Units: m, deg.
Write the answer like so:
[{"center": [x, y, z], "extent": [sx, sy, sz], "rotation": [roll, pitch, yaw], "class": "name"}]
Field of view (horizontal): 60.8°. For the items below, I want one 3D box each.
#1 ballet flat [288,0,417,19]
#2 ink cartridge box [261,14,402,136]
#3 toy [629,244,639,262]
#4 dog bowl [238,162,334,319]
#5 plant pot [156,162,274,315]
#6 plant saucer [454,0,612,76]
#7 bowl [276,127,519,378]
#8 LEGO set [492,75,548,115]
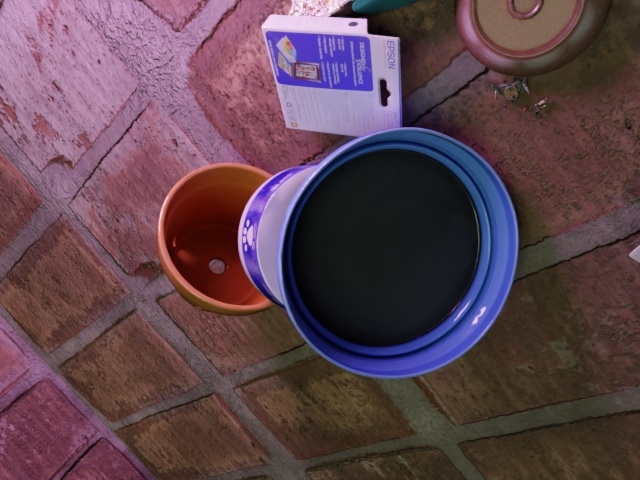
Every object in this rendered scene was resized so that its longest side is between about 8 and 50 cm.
[{"center": [0.048, -0.361, 0.796], "extent": [0.241, 0.091, 0.077], "rotation": [-9, 93, 30], "class": "ballet flat"}, {"center": [0.030, -0.248, 0.853], "extent": [0.209, 0.045, 0.206], "rotation": [12, 148, 16], "class": "ink cartridge box"}, {"center": [0.581, 0.027, 0.764], "extent": [0.237, 0.056, 0.136], "rotation": [32, 128, 1], "class": "toy"}, {"center": [0.000, 0.000, 0.936], "extent": [0.264, 0.265, 0.104], "rotation": [59, 163, -15], "class": "dog bowl"}, {"center": [-0.183, 0.021, 1.076], "extent": [0.291, 0.291, 0.203], "rotation": [44, 149, -3], "class": "plant pot"}, {"center": [0.270, -0.313, 0.713], "extent": [0.199, 0.036, 0.198], "rotation": [13, 119, 24], "class": "plant saucer"}, {"center": [0.120, 0.021, 0.859], "extent": [0.390, 0.391, 0.077], "rotation": [60, 172, -17], "class": "bowl"}, {"center": [0.289, -0.213, 0.797], "extent": [0.083, 0.023, 0.054], "rotation": [36, 135, -14], "class": "LEGO set"}]
